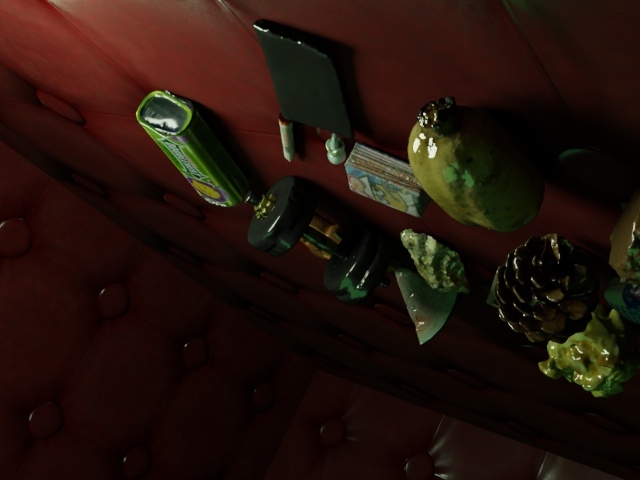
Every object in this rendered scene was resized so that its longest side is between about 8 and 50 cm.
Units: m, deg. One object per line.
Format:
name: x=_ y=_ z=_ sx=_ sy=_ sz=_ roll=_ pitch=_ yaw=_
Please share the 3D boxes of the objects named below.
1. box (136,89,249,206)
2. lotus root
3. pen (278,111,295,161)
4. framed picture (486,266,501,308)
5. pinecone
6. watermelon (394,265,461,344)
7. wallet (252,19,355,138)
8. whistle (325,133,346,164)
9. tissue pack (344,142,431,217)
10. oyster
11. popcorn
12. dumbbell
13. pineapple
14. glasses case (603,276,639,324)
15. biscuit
box: x=-0.274 y=-0.192 z=1.989 sx=0.134 sy=0.097 sz=0.345 roll=21 pitch=164 yaw=23
lotus root: x=0.228 y=-0.109 z=1.347 sx=0.160 sy=0.146 sz=0.284 roll=-8 pitch=143 yaw=34
pen: x=-0.064 y=-0.196 z=1.765 sx=0.026 sy=0.026 sz=0.218 roll=25 pitch=165 yaw=8
framed picture: x=0.460 y=0.135 z=1.991 sx=0.184 sy=0.016 sz=0.250 roll=24 pitch=165 yaw=11
pinecone: x=0.407 y=0.080 z=1.617 sx=0.179 sy=0.184 sz=0.204 roll=30 pitch=142 yaw=24
watermelon: x=0.272 y=0.131 z=2.247 sx=0.207 sy=0.136 sz=0.202 roll=-96 pitch=-14 yaw=-77
wallet: x=-0.023 y=-0.258 z=1.491 sx=0.146 sy=0.030 sz=0.285 roll=25 pitch=164 yaw=18
whistle: x=0.028 y=-0.170 z=1.681 sx=0.035 sy=0.035 sz=0.100 roll=24 pitch=163 yaw=13
tissue pack: x=0.127 y=-0.107 z=1.663 sx=0.155 sy=0.065 sz=0.115 roll=22 pitch=163 yaw=15
oyster: x=0.241 y=0.049 z=1.976 sx=0.133 sy=0.072 sz=0.209 roll=14 pitch=158 yaw=32
popcorn: x=0.540 y=0.218 z=1.803 sx=0.185 sy=0.187 sz=0.167 roll=15 pitch=155 yaw=12
dumbbell: x=0.000 y=0.000 z=2.008 sx=0.388 sy=0.185 sz=0.185 roll=32 pitch=164 yaw=-19
pineapple: x=0.588 y=0.028 z=1.231 sx=0.364 sy=0.165 sz=0.165 roll=16 pitch=163 yaw=8
glasses case: x=0.615 y=0.103 z=1.515 sx=0.125 sy=0.076 sz=0.327 roll=35 pitch=162 yaw=-22
biscuit: x=0.051 y=0.018 z=2.232 sx=0.306 sy=0.043 sz=0.284 roll=21 pitch=164 yaw=22
